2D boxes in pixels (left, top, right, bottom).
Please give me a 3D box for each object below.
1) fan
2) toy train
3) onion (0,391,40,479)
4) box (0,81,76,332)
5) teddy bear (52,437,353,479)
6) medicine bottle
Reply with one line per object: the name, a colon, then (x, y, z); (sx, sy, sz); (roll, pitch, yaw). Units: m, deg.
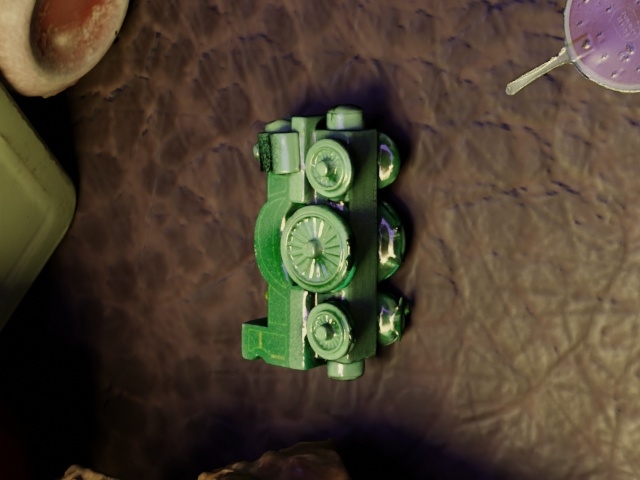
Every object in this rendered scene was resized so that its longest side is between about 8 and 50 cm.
fan: (0.165, -0.120, 1.049); (0.133, 0.005, 0.085); (-28, 82, 30)
toy train: (0.000, 0.000, 1.129); (0.105, 0.071, 0.178); (7, 101, 41)
onion: (-0.308, 0.179, 1.138); (0.260, 0.282, 0.336); (-29, 113, 6)
box: (-0.385, -0.103, 1.185); (0.344, 0.352, 0.177); (22, 70, 24)
teddy bear: (-0.026, 0.236, 1.072); (0.296, 0.222, 0.246); (44, 161, 31)
medicine bottle: (-0.259, -0.203, 1.215); (0.247, 0.147, 0.147); (27, 109, 25)
